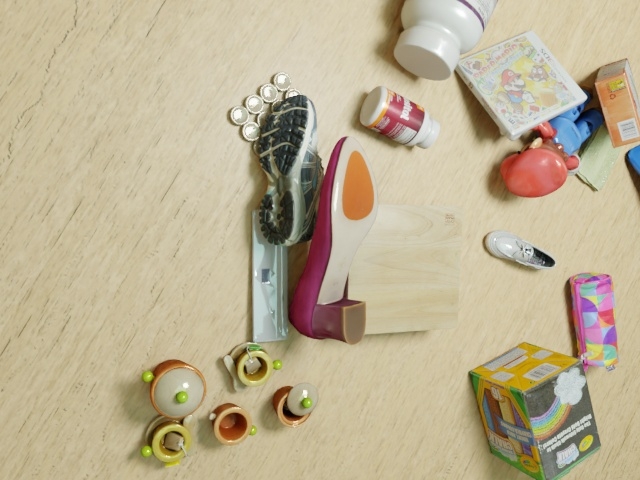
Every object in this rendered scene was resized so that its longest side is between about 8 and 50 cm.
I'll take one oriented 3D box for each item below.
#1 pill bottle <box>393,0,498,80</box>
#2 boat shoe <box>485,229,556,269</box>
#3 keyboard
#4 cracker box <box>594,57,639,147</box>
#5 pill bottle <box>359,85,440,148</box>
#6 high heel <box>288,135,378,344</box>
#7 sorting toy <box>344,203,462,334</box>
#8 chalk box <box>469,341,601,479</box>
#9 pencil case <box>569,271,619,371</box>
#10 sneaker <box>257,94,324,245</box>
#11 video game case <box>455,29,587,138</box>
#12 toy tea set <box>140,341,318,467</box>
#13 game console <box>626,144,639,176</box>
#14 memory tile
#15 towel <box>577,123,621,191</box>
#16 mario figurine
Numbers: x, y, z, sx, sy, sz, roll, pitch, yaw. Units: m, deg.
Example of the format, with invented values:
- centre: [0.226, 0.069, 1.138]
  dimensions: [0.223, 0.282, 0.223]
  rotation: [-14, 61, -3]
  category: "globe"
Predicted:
- centre: [0.264, -0.482, 1.178]
  dimensions: [0.169, 0.169, 0.301]
  rotation: [29, 83, -22]
  category: "pill bottle"
- centre: [0.464, 0.027, 1.354]
  dimensions: [0.184, 0.063, 0.066]
  rotation: [27, 83, -23]
  category: "boat shoe"
- centre: [-0.097, 0.068, 1.141]
  dimensions: [0.072, 0.014, 0.255]
  rotation: [0, 90, -21]
  category: "keyboard"
- centre: [0.694, -0.323, 1.362]
  dimensions: [0.232, 0.067, 0.155]
  rotation: [-43, 113, -54]
  category: "cracker box"
- centre: [0.163, -0.245, 1.196]
  dimensions: [0.152, 0.086, 0.086]
  rotation: [21, 85, -23]
  category: "pill bottle"
- centre: [0.000, 0.000, 1.088]
  dimensions: [0.127, 0.181, 0.376]
  rotation: [3, 92, -43]
  category: "high heel"
- centre: [0.155, 0.053, 1.212]
  dimensions: [0.257, 0.089, 0.255]
  rotation: [0, 94, -23]
  category: "sorting toy"
- centre: [0.491, 0.410, 1.333]
  dimensions: [0.180, 0.179, 0.288]
  rotation: [-20, 102, -21]
  category: "chalk box"
- centre: [0.667, 0.196, 1.436]
  dimensions: [0.105, 0.104, 0.236]
  rotation: [-10, 96, -22]
  category: "pencil case"
- centre: [-0.045, -0.129, 1.116]
  dimensions: [0.122, 0.110, 0.282]
  rotation: [4, 93, -54]
  category: "sneaker"
- centre: [0.438, -0.345, 1.288]
  dimensions: [0.227, 0.026, 0.206]
  rotation: [-27, 75, -19]
  category: "video game case"
- centre: [-0.161, 0.296, 1.075]
  dimensions: [0.336, 0.124, 0.199]
  rotation: [-9, 97, -22]
  category: "toy tea set"
- centre: [0.948, -0.146, 1.568]
  dimensions: [0.293, 0.173, 0.250]
  rotation: [-25, 134, -19]
  category: "game console"
- centre: [-0.092, -0.240, 1.128]
  dimensions: [0.148, 0.012, 0.113]
  rotation: [-42, 108, -16]
  category: "memory tile"
- centre: [0.685, -0.206, 1.452]
  dimensions: [0.110, 0.027, 0.148]
  rotation: [31, 82, -23]
  category: "towel"
- centre: [0.507, -0.218, 1.348]
  dimensions: [0.198, 0.170, 0.320]
  rotation: [37, 64, 15]
  category: "mario figurine"
